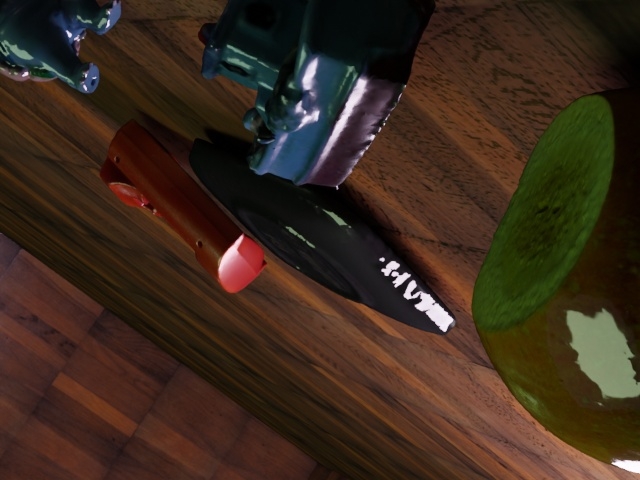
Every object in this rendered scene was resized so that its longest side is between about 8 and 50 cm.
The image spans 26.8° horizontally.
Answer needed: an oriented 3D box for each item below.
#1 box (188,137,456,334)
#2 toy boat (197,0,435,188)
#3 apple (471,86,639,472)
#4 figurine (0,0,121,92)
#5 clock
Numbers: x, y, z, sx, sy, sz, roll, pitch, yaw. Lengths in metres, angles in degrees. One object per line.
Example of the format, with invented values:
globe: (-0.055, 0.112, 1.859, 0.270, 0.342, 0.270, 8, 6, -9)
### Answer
box: (0.000, 0.000, 1.087, 0.201, 0.042, 0.212, 25, 165, 42)
toy boat: (-0.014, -0.081, 0.655, 0.097, 0.100, 0.223, 25, 167, -4)
apple: (0.136, 0.018, 0.563, 0.163, 0.146, 0.147, 38, 172, -31)
figurine: (-0.226, -0.168, 0.899, 0.178, 0.114, 0.144, 19, 158, 11)
clock: (-0.120, -0.023, 1.182, 0.155, 0.061, 0.113, 43, 175, 17)
